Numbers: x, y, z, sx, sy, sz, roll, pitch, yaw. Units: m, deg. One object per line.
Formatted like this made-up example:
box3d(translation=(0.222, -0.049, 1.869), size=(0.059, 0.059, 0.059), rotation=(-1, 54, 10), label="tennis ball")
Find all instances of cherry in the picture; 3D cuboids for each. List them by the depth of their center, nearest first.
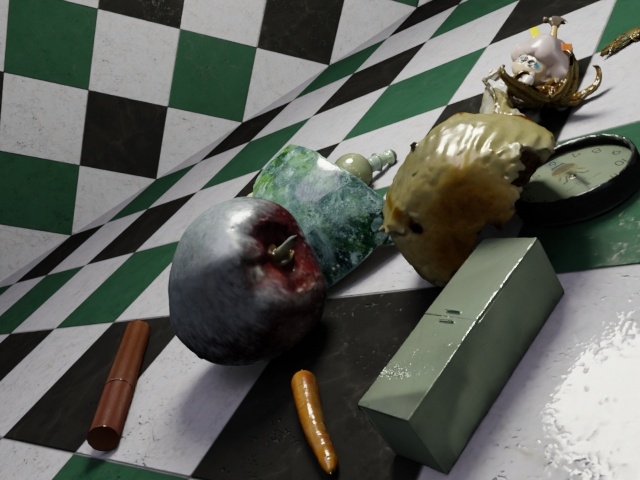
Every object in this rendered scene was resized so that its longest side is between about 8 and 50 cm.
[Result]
box3d(translation=(-0.118, 0.066, 0.936), size=(0.296, 0.255, 0.218), rotation=(-35, -6, 32), label="cherry")

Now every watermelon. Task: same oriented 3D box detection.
box3d(translation=(0.000, 0.000, 1.105), size=(0.319, 0.213, 0.290), rotation=(25, 93, 22), label="watermelon")

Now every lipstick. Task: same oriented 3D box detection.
box3d(translation=(-0.376, 0.258, 1.142), size=(0.057, 0.057, 0.357), rotation=(-31, 21, 6), label="lipstick")

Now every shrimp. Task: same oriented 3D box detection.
box3d(translation=(0.606, -0.389, 1.169), size=(0.114, 0.023, 0.083), rotation=(-29, 25, 2), label="shrimp")

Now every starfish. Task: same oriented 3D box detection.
box3d(translation=(0.404, -0.280, 1.067), size=(0.189, 0.074, 0.146), rotation=(1, -4, -31), label="starfish")

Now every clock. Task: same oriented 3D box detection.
box3d(translation=(0.366, -0.090, 0.865), size=(0.184, 0.040, 0.184), rotation=(-28, 22, 13), label="clock")

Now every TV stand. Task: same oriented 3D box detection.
box3d(translation=(0.162, 0.114, 0.665), size=(0.269, 0.088, 0.082), rotation=(-46, 25, -28), label="TV stand")

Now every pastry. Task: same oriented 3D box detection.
box3d(translation=(0.194, -0.085, 0.847), size=(0.256, 0.170, 0.237), rotation=(-56, 1, 37), label="pastry")

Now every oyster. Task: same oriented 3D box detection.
box3d(translation=(0.312, -0.187, 1.057), size=(0.107, 0.162, 0.233), rotation=(6, 27, 2), label="oyster")

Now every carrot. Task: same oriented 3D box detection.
box3d(translation=(-0.007, 0.226, 0.744), size=(0.037, 0.037, 0.190), rotation=(-32, 26, 3), label="carrot")

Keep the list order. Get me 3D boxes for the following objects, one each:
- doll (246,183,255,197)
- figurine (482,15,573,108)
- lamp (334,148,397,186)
box3d(translation=(-0.168, 0.003, 1.328), size=(0.278, 0.175, 0.149), rotation=(-30, -17, 31), label="doll")
box3d(translation=(0.428, -0.342, 1.209), size=(0.229, 0.112, 0.137), rotation=(-43, 47, -5), label="figurine")
box3d(translation=(0.105, -0.162, 1.326), size=(0.163, 0.091, 0.091), rotation=(-25, 18, -24), label="lamp")
